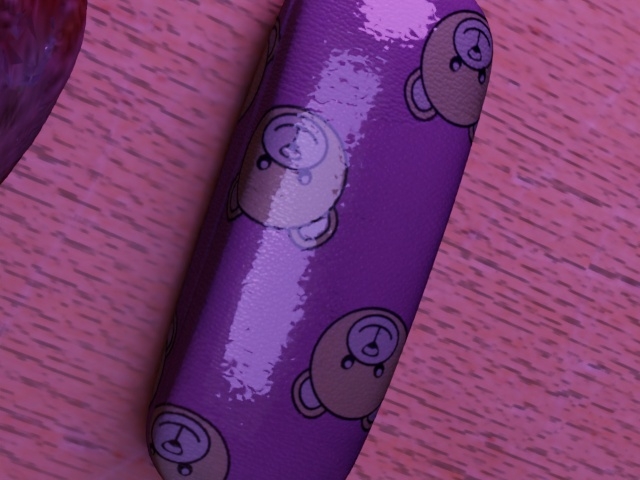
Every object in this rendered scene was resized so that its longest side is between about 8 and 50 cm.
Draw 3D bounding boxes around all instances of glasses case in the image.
[{"bbox_3d":[0.000,0.000,0.904,0.123,0.076,0.316,18,93,-24],"label":"glasses case"}]

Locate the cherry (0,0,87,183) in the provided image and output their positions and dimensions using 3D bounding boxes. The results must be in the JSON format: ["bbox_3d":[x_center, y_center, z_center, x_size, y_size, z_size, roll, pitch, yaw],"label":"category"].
[{"bbox_3d":[-0.204,-0.089,0.748,0.175,0.192,0.249,13,109,13],"label":"cherry"}]
